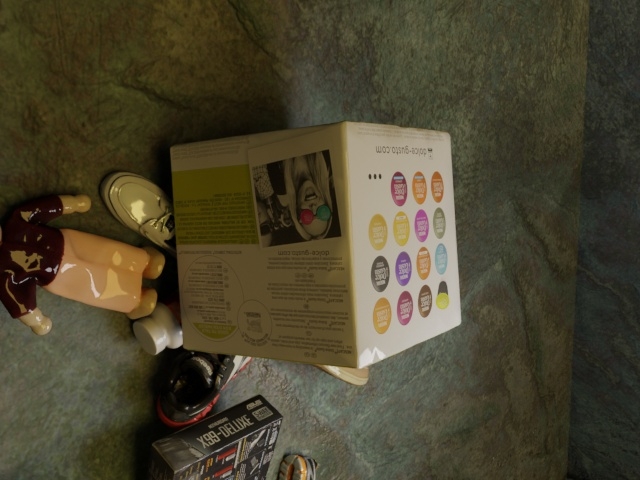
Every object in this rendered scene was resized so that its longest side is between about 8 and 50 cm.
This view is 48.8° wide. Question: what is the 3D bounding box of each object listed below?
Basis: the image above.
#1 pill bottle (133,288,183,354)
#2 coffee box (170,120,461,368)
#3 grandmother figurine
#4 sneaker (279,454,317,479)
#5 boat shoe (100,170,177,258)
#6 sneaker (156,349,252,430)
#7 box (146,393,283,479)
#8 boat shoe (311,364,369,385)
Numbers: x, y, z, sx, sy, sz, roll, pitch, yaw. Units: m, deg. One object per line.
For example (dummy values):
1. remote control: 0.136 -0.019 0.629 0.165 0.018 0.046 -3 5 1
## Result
1. pill bottle: -0.237 0.128 1.201 0.152 0.086 0.086 -33 126 -37
2. coffee box: 0.000 0.000 1.141 0.337 0.338 0.335 -8 95 -55
3. grandmother figurine: -0.387 0.028 1.000 0.342 0.104 0.208 27 57 -46
4. sneaker: -0.052 0.581 1.572 0.083 0.084 0.215 9 96 -54
5. boat shoe: -0.250 -0.034 1.136 0.226 0.075 0.083 42 72 -47
6. sneaker: -0.185 0.207 1.246 0.276 0.097 0.135 -52 174 -21
7. box: -0.207 0.458 1.301 0.242 0.076 0.308 -16 131 -43
8. boat shoe: 0.009 0.213 1.476 0.341 0.121 0.110 36 77 -47
